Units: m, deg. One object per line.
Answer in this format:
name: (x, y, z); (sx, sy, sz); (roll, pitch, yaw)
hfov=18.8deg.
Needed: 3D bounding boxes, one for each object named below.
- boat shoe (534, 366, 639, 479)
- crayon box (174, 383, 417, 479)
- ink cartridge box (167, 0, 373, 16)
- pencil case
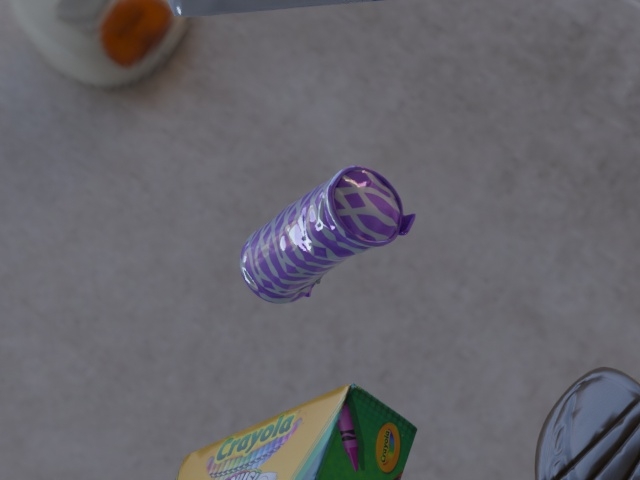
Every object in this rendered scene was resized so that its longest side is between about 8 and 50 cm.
boat shoe: (0.248, 0.213, 1.276); (0.110, 0.341, 0.121); (30, -71, -32)
crayon box: (-0.047, 0.245, 1.697); (0.081, 0.278, 0.165); (36, -126, -20)
ink cartridge box: (0.006, -0.270, 0.928); (0.198, 0.197, 0.270); (-6, -67, -9)
pencil case: (0.000, 0.000, 1.843); (0.206, 0.088, 0.086); (-34, 24, 57)
